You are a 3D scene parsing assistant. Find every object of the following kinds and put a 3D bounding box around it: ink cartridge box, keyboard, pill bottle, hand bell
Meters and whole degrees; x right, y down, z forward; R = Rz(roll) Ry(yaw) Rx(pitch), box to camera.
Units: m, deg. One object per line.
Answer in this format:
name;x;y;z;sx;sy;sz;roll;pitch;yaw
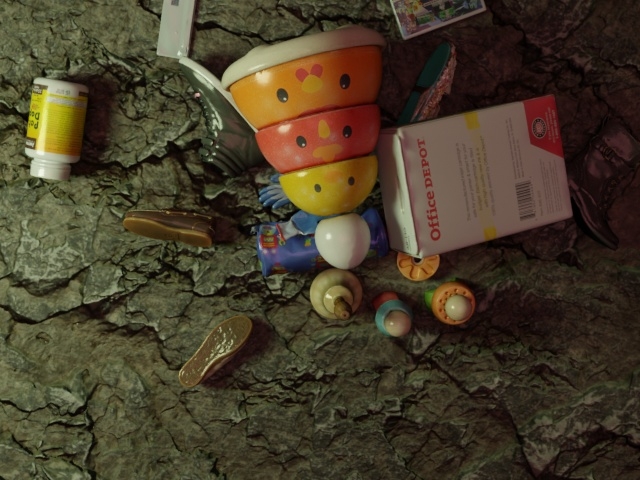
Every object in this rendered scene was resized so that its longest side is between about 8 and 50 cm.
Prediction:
ink cartridge box;0.328;-0.145;1.708;0.385;0.160;0.279;-14;100;-18
keyboard;-0.315;-0.539;1.748;0.072;0.014;0.255;9;97;1
pill bottle;-0.582;-0.244;1.719;0.117;0.117;0.214;9;97;-4
hand bell;0.044;0.143;1.739;0.126;0.242;0.126;0;98;-3

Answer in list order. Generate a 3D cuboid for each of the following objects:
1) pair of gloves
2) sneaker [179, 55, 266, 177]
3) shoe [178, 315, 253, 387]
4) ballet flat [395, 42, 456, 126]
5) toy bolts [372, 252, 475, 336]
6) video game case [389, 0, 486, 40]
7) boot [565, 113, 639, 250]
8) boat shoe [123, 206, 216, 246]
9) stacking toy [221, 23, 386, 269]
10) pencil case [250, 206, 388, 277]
pair of gloves;-0.047;-0.086;1.760;0.159;0.023;0.198;-22;56;-11
sneaker;-0.242;-0.264;1.738;0.147;0.104;0.295;-43;102;-2
shoe;-0.244;0.258;1.839;0.219;0.058;0.076;-43;77;-1
ballet flat;0.250;-0.331;1.778;0.077;0.091;0.240;22;102;-36
toy bolts;0.220;0.126;1.787;0.229;0.158;0.218;-30;98;1
video game case;0.253;-0.574;1.765;0.202;0.023;0.183;-20;98;-1
boot;0.676;-0.133;1.810;0.229;0.091;0.263;-40;96;3
boat shoe;-0.342;-0.040;1.788;0.207;0.073;0.073;13;59;-8
stacking toy;0.018;-0.175;1.628;0.351;0.350;0.479;-16;94;-1
pencil case;0.000;0.000;1.782;0.306;0.119;0.133;-9;54;-1
